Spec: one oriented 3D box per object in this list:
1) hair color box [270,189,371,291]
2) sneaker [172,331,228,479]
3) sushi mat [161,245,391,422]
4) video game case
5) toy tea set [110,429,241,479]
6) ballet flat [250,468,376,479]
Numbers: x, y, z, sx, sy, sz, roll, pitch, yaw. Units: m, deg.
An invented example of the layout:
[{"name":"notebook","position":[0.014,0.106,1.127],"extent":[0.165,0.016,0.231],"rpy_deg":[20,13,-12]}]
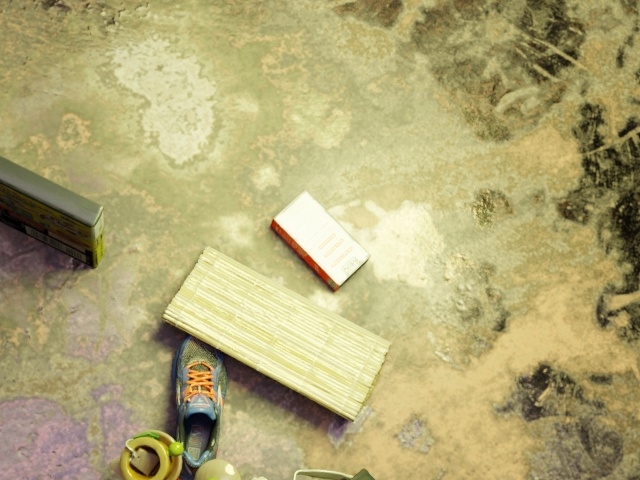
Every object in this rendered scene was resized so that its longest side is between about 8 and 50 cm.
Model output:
[{"name":"hair color box","position":[0.000,0.000,2.008],"extent":[0.072,0.043,0.141],"rpy_deg":[-42,84,-17]},{"name":"sneaker","position":[-0.167,0.231,1.895],"extent":[0.083,0.087,0.221],"rpy_deg":[1,72,-11]},{"name":"sushi mat","position":[-0.058,0.132,1.952],"extent":[0.317,0.019,0.151],"rpy_deg":[28,49,-1]},{"name":"video game case","position":[-0.423,-0.062,1.849],"extent":[0.275,0.248,0.035],"rpy_deg":[27,74,-1]},{"name":"toy tea set","position":[-0.262,0.362,1.775],"extent":[0.336,0.124,0.200],"rpy_deg":[-32,77,9]},{"name":"ballet flat","position":[-0.047,0.374,1.880],"extent":[0.280,0.095,0.096],"rpy_deg":[-7,66,-16]}]
